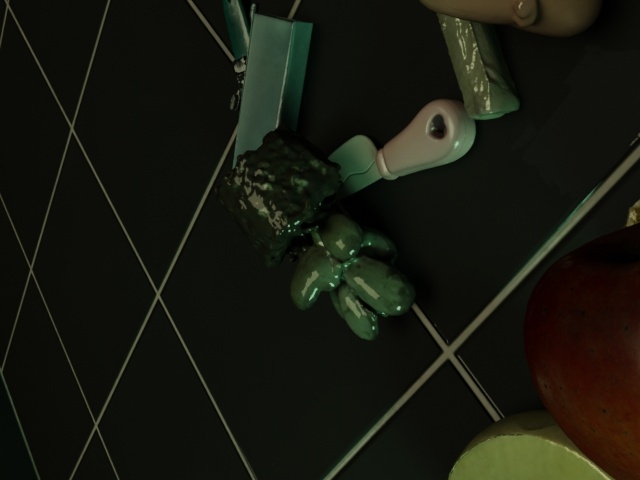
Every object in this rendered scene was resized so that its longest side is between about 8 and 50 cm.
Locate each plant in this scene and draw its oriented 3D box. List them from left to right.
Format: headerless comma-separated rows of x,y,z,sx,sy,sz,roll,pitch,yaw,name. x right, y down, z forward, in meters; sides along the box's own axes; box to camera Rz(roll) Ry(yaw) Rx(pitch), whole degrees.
0.000,-0.001,0.832,0.274,0.149,0.146,49,169,-3,plant

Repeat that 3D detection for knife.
0.056,-0.097,0.863,0.336,0.043,0.081,-21,80,49,knife

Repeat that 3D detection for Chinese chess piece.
0.241,0.293,0.672,0.250,0.097,0.251,9,102,46,Chinese chess piece

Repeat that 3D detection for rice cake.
0.150,-0.250,0.725,0.052,0.057,0.256,-33,71,64,rice cake

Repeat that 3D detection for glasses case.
-0.069,-0.182,0.978,0.105,0.056,0.266,31,117,45,glasses case

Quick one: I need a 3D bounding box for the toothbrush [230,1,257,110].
-0.119,-0.281,1.048,0.011,0.014,0.167,26,115,24,toothbrush

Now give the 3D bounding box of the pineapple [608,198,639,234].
0.337,0.015,0.561,0.221,0.047,0.221,10,103,48,pineapple

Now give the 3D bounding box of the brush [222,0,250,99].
-0.120,-0.285,1.022,0.043,0.032,0.193,-13,93,35,brush

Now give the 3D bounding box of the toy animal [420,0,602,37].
0.174,-0.292,0.580,0.229,0.210,0.221,-148,64,-80,toy animal

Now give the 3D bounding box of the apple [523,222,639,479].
0.267,0.077,0.461,0.234,0.234,0.234,9,102,47,apple
